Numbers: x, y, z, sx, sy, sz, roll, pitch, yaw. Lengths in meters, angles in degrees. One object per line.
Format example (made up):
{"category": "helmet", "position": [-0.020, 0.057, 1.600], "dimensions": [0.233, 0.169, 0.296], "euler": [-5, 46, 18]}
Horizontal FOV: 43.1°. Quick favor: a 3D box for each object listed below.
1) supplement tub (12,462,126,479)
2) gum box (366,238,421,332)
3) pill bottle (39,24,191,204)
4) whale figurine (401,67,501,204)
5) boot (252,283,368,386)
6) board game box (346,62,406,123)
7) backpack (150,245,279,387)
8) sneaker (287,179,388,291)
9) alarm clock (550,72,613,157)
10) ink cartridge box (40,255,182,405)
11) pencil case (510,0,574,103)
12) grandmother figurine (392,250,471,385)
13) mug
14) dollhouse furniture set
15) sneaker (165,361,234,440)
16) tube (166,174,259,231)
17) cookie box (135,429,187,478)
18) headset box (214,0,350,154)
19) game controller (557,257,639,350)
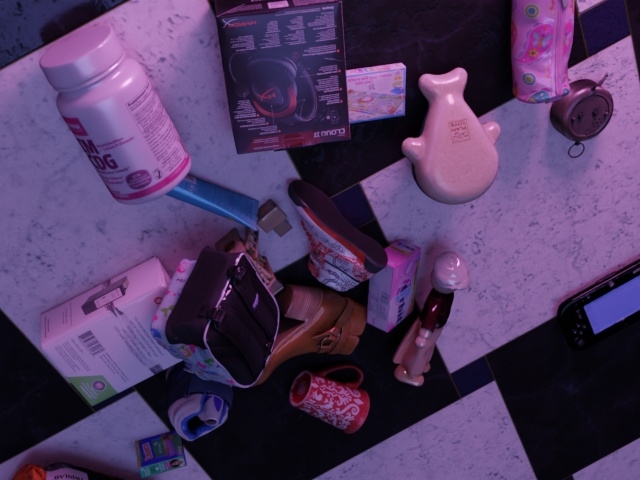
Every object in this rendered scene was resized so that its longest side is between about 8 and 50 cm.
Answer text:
{"category": "supplement tub", "position": [-0.537, 0.633, 1.853], "dimensions": [0.338, 0.207, 0.207], "euler": [29, 108, -32]}
{"category": "gum box", "position": [0.163, 0.106, 1.823], "dimensions": [0.107, 0.062, 0.188], "euler": [-31, 135, -43]}
{"category": "pill bottle", "position": [-0.354, -0.215, 1.411], "dimensions": [0.160, 0.160, 0.283], "euler": [-26, 125, -2]}
{"category": "whale figurine", "position": [0.260, -0.211, 1.666], "dimensions": [0.216, 0.141, 0.272], "euler": [-14, 100, -11]}
{"category": "boot", "position": [-0.033, 0.231, 1.852], "dimensions": [0.220, 0.109, 0.283], "euler": [17, 107, -32]}
{"category": "board game box", "position": [0.092, -0.288, 1.601], "dimensions": [0.154, 0.026, 0.103], "euler": [-10, 124, -13]}
{"category": "backpack", "position": [-0.191, 0.159, 1.573], "dimensions": [0.191, 0.225, 0.253], "euler": [2, 147, 30]}
{"category": "sneaker", "position": [0.000, 0.001, 1.711], "dimensions": [0.270, 0.090, 0.145], "euler": [40, 127, -16]}
{"category": "alarm clock", "position": [0.569, -0.263, 1.765], "dimensions": [0.129, 0.064, 0.192], "euler": [-12, 127, -12]}
{"category": "ink cartridge box", "position": [-0.404, 0.188, 1.674], "dimensions": [0.273, 0.115, 0.198], "euler": [-27, 126, -1]}
{"category": "pencil case", "position": [0.437, -0.412, 1.588], "dimensions": [0.124, 0.124, 0.284], "euler": [-14, 125, -11]}
{"category": "grandmother figurine", "position": [0.256, 0.177, 1.870], "dimensions": [0.104, 0.208, 0.342], "euler": [18, 120, 5]}
{"category": "mug", "position": [0.021, 0.368, 1.961], "dimensions": [0.169, 0.150, 0.113], "euler": [27, 145, -27]}
{"category": "dollhouse furniture set", "position": [-0.095, 0.037, 1.695], "dimensions": [0.161, 0.101, 0.182], "euler": [-39, 125, 7]}
{"category": "sneaker", "position": [-0.206, 0.280, 1.726], "dimensions": [0.130, 0.236, 0.323], "euler": [34, 106, -33]}
{"category": "tube", "position": [-0.213, -0.084, 1.601], "dimensions": [0.207, 0.080, 0.052], "euler": [21, 142, -25]}
{"category": "cookie box", "position": [-0.374, 0.498, 1.895], "dimensions": [0.107, 0.092, 0.040], "euler": [-14, 122, -10]}
{"category": "headset box", "position": [-0.065, -0.293, 1.478], "dimensions": [0.218, 0.110, 0.293], "euler": [-9, 123, -4]}
{"category": "game controller", "position": [0.762, 0.158, 2.091], "dimensions": [0.319, 0.067, 0.166], "euler": [-30, 126, 0]}
